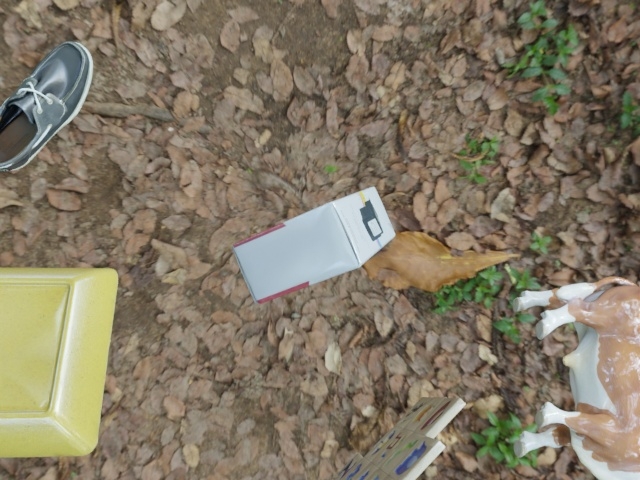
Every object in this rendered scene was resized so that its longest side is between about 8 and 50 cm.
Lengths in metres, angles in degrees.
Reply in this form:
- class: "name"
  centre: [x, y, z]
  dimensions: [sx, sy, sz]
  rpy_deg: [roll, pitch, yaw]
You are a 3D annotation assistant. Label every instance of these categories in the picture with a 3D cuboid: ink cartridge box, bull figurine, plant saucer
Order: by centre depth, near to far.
- class: "ink cartridge box"
  centre: [0.000, 0.000, 0.657]
  dimensions: [0.128, 0.175, 0.072]
  rpy_deg: [-23, 93, 21]
- class: "bull figurine"
  centre: [0.338, 0.188, 0.682]
  dimensions: [0.189, 0.101, 0.310]
  rpy_deg: [9, 64, -5]
- class: "plant saucer"
  centre: [-0.533, 0.184, 0.951]
  dimensions: [0.333, 0.081, 0.332]
  rpy_deg: [0, 65, -5]

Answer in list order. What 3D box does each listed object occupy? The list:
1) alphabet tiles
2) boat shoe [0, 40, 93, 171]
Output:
- class: "alphabet tiles"
  centre: [0.018, 0.212, 0.459]
  dimensions: [0.237, 0.198, 0.009]
  rpy_deg: [-41, 81, -13]
- class: "boat shoe"
  centre: [-0.432, -0.205, 0.875]
  dimensions: [0.084, 0.079, 0.233]
  rpy_deg: [36, 88, -10]
